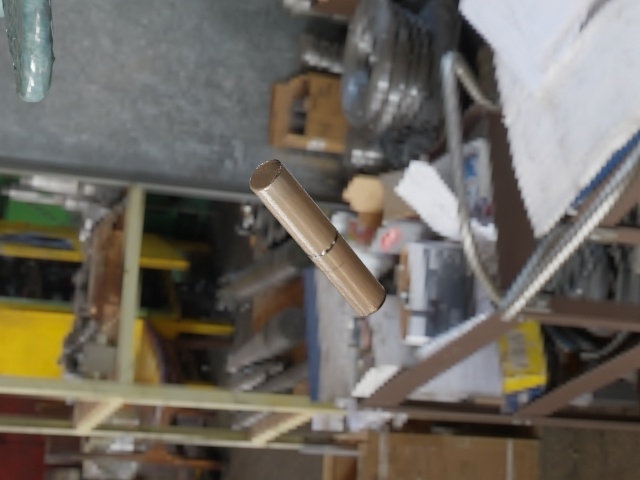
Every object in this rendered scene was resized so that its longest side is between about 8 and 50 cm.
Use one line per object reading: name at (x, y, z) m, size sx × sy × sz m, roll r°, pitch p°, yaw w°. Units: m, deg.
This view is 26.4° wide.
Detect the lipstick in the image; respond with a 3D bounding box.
lipstick at (0.000, 0.000, 0.615) m, size 0.019 × 0.094 × 0.019 m, roll -24°, pitch 39°, yaw 21°

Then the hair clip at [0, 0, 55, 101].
hair clip at (-0.268, -0.290, 0.794) m, size 0.318 × 0.239 × 0.392 m, roll -161°, pitch 77°, yaw -72°
